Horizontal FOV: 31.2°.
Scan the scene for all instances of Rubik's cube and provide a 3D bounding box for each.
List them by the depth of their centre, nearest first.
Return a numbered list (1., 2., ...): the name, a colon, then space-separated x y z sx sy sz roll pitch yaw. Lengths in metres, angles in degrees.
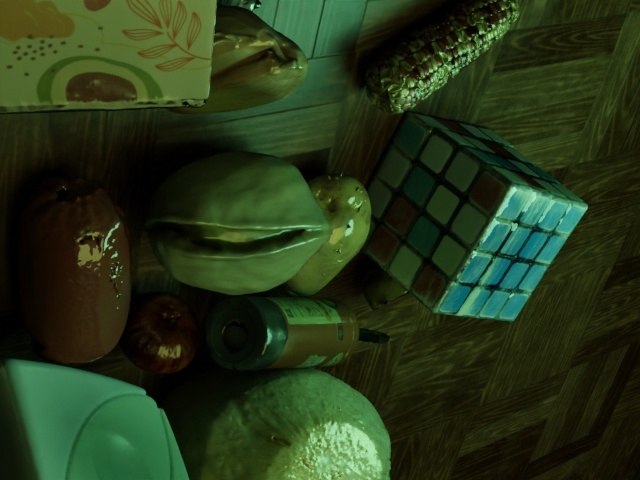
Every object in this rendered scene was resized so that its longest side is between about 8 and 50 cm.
1. Rubik's cube: -0.393 0.394 1.544 0.352 0.347 0.351 -35 149 19
2. Rubik's cube: 0.242 -0.037 1.933 0.256 0.253 0.259 8 119 -48

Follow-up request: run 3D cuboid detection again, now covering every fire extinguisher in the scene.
1. fire extinguisher: -0.054 0.133 1.830 0.376 0.200 0.113 8 107 -58

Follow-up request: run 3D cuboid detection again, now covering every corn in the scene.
1. corn: 0.190 -0.300 1.773 0.290 0.098 0.098 -39 143 -17

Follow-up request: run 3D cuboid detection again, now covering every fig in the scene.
1. fig: -0.253 0.136 1.723 0.128 0.150 0.128 -5 98 -44

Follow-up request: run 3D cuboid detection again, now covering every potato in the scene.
1. potato: -0.004 0.000 1.822 0.234 0.128 0.161 -49 144 17
2. potato: 0.118 0.059 2.062 0.101 0.089 0.172 -31 -177 14

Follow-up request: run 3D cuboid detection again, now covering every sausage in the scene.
1. sausage: -0.328 0.047 1.522 0.152 0.152 0.279 -18 133 -34

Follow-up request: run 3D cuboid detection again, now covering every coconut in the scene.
1. coconut: -0.093 0.373 1.891 0.415 0.415 0.344 -19 96 -33

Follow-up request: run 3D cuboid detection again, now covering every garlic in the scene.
1. garlic: -0.123 -0.231 1.460 0.217 0.228 0.110 24 61 -65

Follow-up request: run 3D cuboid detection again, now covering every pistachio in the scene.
1. pistachio: -0.121 -0.021 1.609 0.332 0.226 0.207 -2 104 -56

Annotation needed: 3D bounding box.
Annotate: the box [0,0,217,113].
1. box: -0.280 -0.321 1.159 0.345 0.122 0.385 -4 128 -18

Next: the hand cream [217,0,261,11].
1. hand cream: -0.173 -0.322 1.427 0.235 0.055 0.086 5 124 -41
